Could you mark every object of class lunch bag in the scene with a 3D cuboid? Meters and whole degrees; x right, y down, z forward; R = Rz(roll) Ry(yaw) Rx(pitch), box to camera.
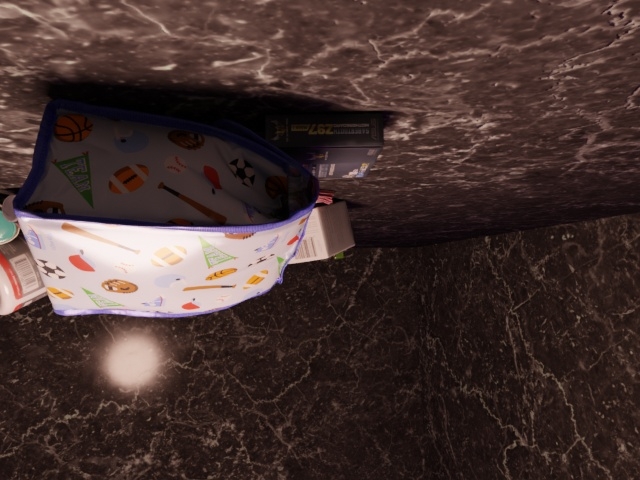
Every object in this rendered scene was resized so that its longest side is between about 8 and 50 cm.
[{"bbox_3d":[-0.222,-0.026,0.819,0.386,0.238,0.327,6,150,-13],"label":"lunch bag"}]

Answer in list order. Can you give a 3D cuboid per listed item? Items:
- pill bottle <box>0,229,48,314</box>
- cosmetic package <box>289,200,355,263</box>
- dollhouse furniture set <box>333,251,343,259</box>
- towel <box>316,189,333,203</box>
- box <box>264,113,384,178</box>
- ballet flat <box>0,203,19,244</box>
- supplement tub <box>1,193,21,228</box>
[{"bbox_3d":[-0.797,0.044,1.489,0.210,0.210,0.363,-5,-161,36],"label":"pill bottle"},{"bbox_3d":[-0.011,-0.027,1.580,0.151,0.151,0.184,-10,-174,31],"label":"cosmetic package"},{"bbox_3d":[0.000,0.000,2.173,0.198,0.151,0.301,-2,175,-1],"label":"dollhouse furniture set"},{"bbox_3d":[-0.151,-0.112,1.488,0.237,0.037,0.329,3,173,-37],"label":"towel"},{"bbox_3d":[0.002,-0.156,0.886,0.184,0.059,0.232,0,174,-3],"label":"box"},{"bbox_3d":[-0.964,-0.075,1.248,0.401,0.139,0.139,8,170,-40],"label":"ballet flat"},{"bbox_3d":[-0.724,-0.072,1.343,0.106,0.105,0.198,-3,175,15],"label":"supplement tub"}]
